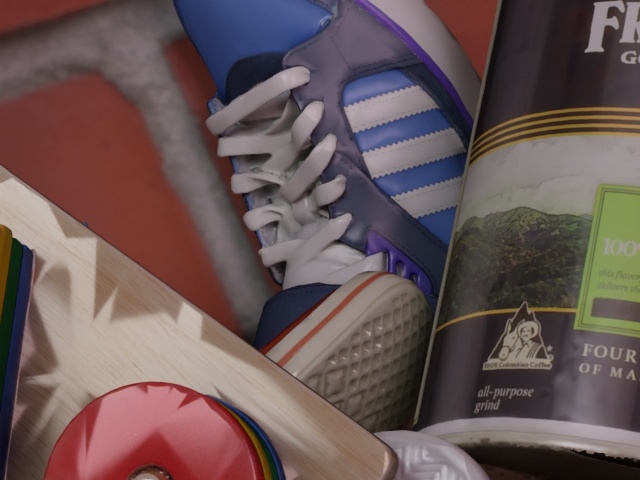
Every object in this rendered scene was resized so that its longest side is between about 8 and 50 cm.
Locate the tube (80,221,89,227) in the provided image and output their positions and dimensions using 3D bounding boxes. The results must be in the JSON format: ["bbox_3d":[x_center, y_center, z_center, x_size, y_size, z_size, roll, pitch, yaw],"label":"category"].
[{"bbox_3d":[-0.117,0.096,0.941,0.080,0.052,0.207,-15,89,-24],"label":"tube"}]

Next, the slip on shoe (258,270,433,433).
[{"bbox_3d":[-0.079,0.125,0.872,0.331,0.101,0.123,-42,142,-11],"label":"slip on shoe"}]

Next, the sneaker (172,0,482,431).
[{"bbox_3d":[0.000,0.000,0.983,0.323,0.130,0.236,45,55,-18],"label":"sneaker"}]

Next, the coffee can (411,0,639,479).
[{"bbox_3d":[0.163,0.000,0.897,0.201,0.201,0.275,21,69,-24],"label":"coffee can"}]

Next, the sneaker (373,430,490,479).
[{"bbox_3d":[0.002,0.211,0.861,0.169,0.292,0.108,23,23,-52],"label":"sneaker"}]

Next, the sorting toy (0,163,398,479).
[{"bbox_3d":[-0.146,0.116,0.761,0.257,0.089,0.255,35,86,15],"label":"sorting toy"}]
